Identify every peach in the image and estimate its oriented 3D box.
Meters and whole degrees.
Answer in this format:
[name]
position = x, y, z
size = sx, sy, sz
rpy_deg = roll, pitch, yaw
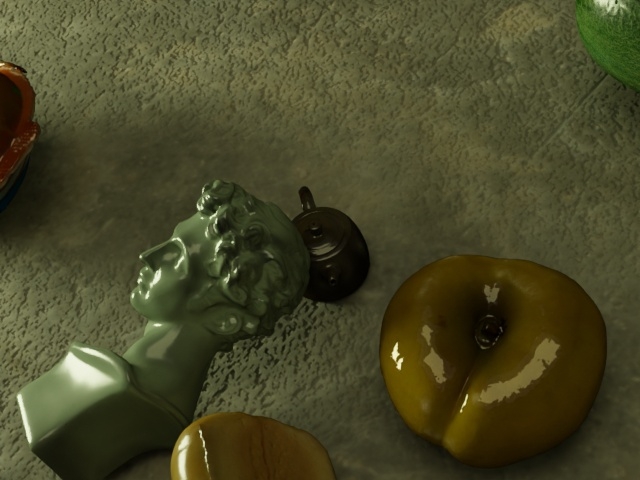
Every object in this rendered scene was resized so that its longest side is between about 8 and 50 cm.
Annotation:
[peach]
position = 0.130, 0.089, 0.892
size = 0.179, 0.103, 0.179
rpy_deg = -7, 55, 11

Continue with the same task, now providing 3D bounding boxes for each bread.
[bread]
position = -0.027, 0.264, 0.794
size = 0.091, 0.142, 0.305
rpy_deg = -47, 42, 30

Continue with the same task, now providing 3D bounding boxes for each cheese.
[cheese]
position = -0.408, -0.104, 1.163
size = 0.329, 0.129, 0.217
rpy_deg = 10, 59, 35

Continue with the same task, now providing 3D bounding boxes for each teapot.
[teapot]
position = 0.000, 0.000, 1.013
size = 0.076, 0.068, 0.121
rpy_deg = -17, 52, 1

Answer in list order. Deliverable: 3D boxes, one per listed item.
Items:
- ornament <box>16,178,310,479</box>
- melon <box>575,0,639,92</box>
[ornament]
position = -0.120, 0.087, 0.942
size = 0.285, 0.130, 0.120
rpy_deg = -52, 46, -1
[melon]
position = 0.363, -0.194, 0.997
size = 0.287, 0.182, 0.182
rpy_deg = 22, 62, 24
